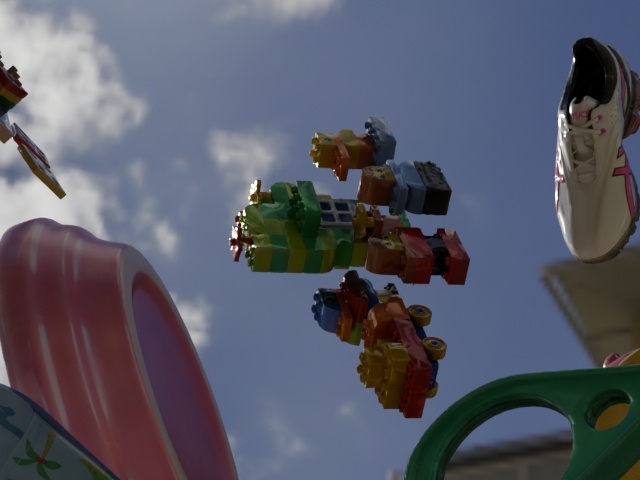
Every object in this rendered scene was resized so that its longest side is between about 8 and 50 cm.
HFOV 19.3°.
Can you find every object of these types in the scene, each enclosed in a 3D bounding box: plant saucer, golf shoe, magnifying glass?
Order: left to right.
[{"bbox_3d":[-0.133,0.133,1.372,0.084,0.332,0.332,-20,-42,4],"label":"plant saucer"},{"bbox_3d":[0.211,-0.072,1.493,0.067,0.186,0.086,-10,-31,31],"label":"golf shoe"},{"bbox_3d":[0.142,0.076,0.866,0.231,0.092,0.026,-26,-50,15],"label":"magnifying glass"}]

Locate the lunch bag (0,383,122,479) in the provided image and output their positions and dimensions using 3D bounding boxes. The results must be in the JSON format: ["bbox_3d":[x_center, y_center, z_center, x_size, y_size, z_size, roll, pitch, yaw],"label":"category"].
[{"bbox_3d":[-0.165,0.193,1.010,0.219,0.090,0.176,44,-56,-13],"label":"lunch bag"}]

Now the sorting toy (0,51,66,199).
[{"bbox_3d":[-0.315,-0.158,1.731,0.046,0.132,0.274,-40,-70,1],"label":"sorting toy"}]

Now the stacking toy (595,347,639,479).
[{"bbox_3d":[0.321,0.190,1.234,0.279,0.309,0.130,-14,2,-5],"label":"stacking toy"}]

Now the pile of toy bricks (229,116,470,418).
[{"bbox_3d":[0.000,0.000,1.024,0.105,0.212,0.118,1,-60,-15],"label":"pile of toy bricks"}]
